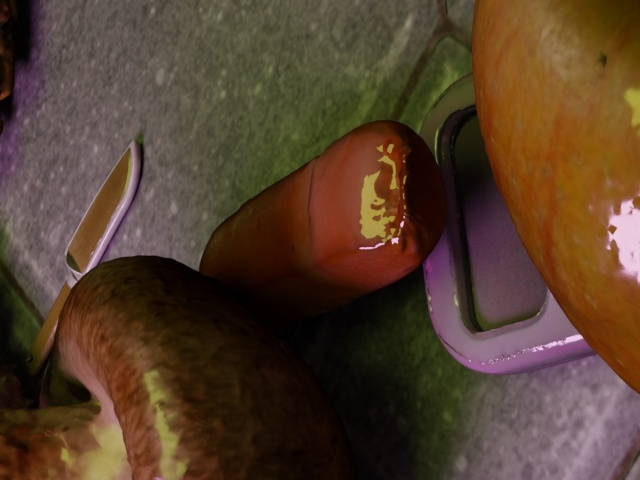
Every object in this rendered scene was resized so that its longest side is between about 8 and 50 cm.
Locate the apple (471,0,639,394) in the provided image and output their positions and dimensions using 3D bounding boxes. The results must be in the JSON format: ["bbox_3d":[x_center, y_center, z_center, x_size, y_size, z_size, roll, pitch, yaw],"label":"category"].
[{"bbox_3d":[0.259,-0.090,0.858,0.400,0.333,0.400,-8,80,48],"label":"apple"}]

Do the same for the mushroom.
[{"bbox_3d":[-0.150,0.166,1.261,0.331,0.356,0.334,-49,53,33],"label":"mushroom"}]

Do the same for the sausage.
[{"bbox_3d":[0.000,-0.001,1.269,0.348,0.094,0.097,153,121,-61],"label":"sausage"}]

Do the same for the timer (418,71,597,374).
[{"bbox_3d":[0.146,-0.021,1.175,0.191,0.069,0.208,-20,70,45],"label":"timer"}]

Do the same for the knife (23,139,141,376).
[{"bbox_3d":[-0.221,0.017,1.622,0.256,0.022,0.046,-60,42,23],"label":"knife"}]

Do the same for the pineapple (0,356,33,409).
[{"bbox_3d":[-0.366,0.108,1.689,0.169,0.169,0.340,-51,44,31],"label":"pineapple"}]

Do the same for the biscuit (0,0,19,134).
[{"bbox_3d":[-0.386,-0.192,1.800,0.289,0.081,0.334,-21,65,46],"label":"biscuit"}]
